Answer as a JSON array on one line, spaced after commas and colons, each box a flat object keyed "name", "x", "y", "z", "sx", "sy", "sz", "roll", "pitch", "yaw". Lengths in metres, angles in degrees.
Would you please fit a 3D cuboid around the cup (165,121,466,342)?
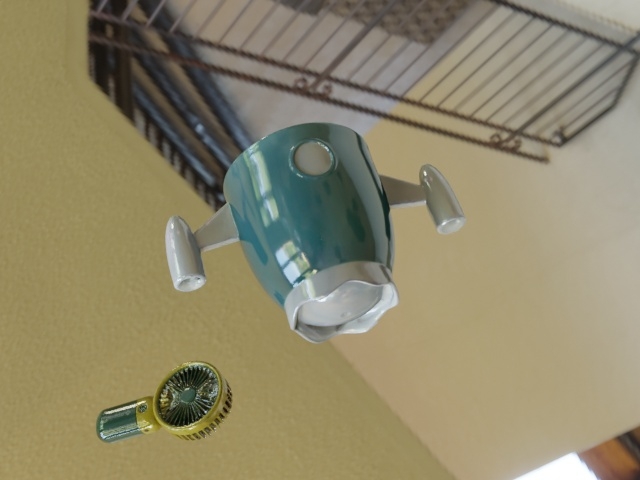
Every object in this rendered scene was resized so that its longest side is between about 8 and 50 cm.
[{"name": "cup", "x": 0.000, "y": 0.000, "z": 1.033, "sx": 0.300, "sy": 0.167, "sz": 0.173, "roll": -12, "pitch": -121, "yaw": -11}]

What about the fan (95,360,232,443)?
[{"name": "fan", "x": -0.166, "y": 0.180, "z": 1.109, "sx": 0.039, "sy": 0.155, "sz": 0.082, "roll": 59, "pitch": -160, "yaw": -48}]
